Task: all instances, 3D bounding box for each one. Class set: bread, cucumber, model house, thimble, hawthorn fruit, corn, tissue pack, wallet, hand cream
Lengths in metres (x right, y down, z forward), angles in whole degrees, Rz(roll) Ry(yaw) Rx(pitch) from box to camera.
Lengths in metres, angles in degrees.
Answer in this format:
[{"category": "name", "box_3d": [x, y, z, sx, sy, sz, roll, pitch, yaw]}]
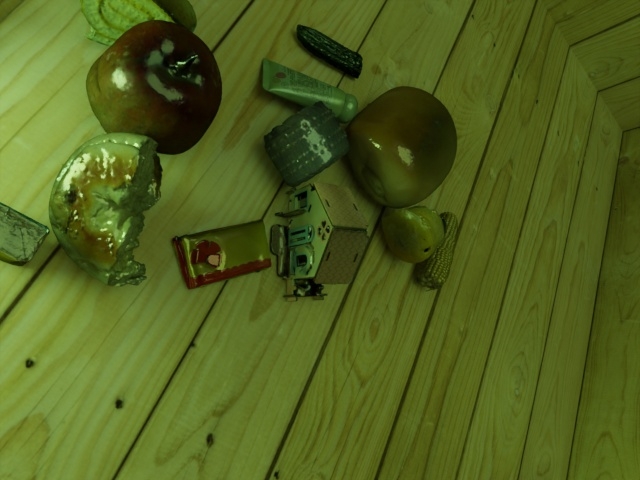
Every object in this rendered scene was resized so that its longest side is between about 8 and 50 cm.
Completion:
[{"category": "bread", "box_3d": [-0.419, -0.524, 1.062, 0.257, 0.186, 0.123, 11, 59, -40]}, {"category": "cucumber", "box_3d": [0.032, -0.601, 1.484, 0.266, 0.077, 0.077, 14, 74, -33]}, {"category": "model house", "box_3d": [0.000, 0.000, 1.249, 0.169, 0.244, 0.325, 9, 78, -38]}, {"category": "bread", "box_3d": [-0.447, -0.068, 0.966, 0.192, 0.171, 0.313, 7, 96, -1]}, {"category": "thimble", "box_3d": [-0.034, -0.269, 1.290, 0.236, 0.205, 0.172, -38, 104, -34]}, {"category": "bread", "box_3d": [0.269, -0.298, 1.495, 0.376, 0.253, 0.347, -44, 107, -33]}, {"category": "bread", "box_3d": [0.303, -0.028, 1.516, 0.171, 0.197, 0.197, -30, 101, -41]}, {"category": "hawthorn fruit", "box_3d": [-0.340, -0.338, 1.010, 0.268, 0.301, 0.267, 20, 60, -39]}, {"category": "corn", "box_3d": [0.423, 0.034, 1.650, 0.106, 0.106, 0.305, 39, 59, -26]}, {"category": "tissue pack", "box_3d": [-0.582, -0.010, 0.857, 0.120, 0.169, 0.082, 37, 65, -28]}, {"category": "wallet", "box_3d": [-0.236, 0.033, 1.175, 0.241, 0.067, 0.141, -15, 94, -38]}, {"category": "hand cream", "box_3d": [-0.030, -0.439, 1.384, 0.306, 0.093, 0.147, 17, 50, -27]}]
